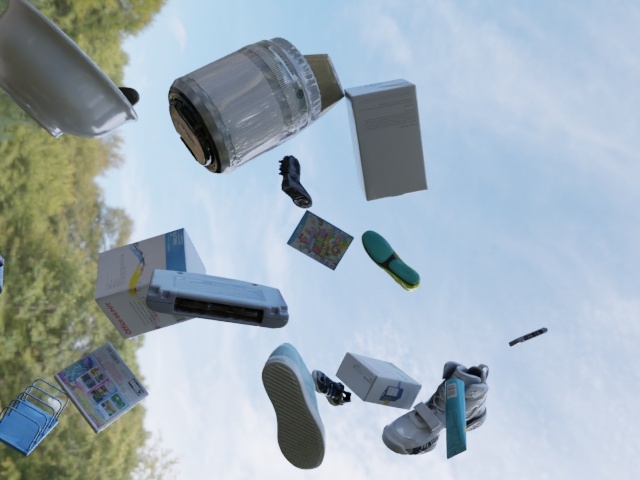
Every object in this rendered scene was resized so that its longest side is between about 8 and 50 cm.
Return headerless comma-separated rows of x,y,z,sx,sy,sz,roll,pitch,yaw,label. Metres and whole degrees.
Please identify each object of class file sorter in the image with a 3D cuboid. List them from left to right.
-0.780,0.469,1.680,0.104,0.118,0.170,-57,-176,14,file sorter

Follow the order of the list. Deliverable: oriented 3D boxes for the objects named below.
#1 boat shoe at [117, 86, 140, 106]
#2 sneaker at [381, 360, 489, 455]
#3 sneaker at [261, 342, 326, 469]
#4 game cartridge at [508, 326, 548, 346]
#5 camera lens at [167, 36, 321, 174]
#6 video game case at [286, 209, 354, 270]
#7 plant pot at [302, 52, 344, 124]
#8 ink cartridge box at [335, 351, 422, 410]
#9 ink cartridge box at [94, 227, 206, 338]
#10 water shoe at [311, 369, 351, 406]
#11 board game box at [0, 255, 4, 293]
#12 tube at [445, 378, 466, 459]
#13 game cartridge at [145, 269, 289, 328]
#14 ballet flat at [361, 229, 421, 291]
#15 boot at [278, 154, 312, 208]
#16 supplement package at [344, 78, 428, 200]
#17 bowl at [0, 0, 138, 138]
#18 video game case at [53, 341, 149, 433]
-0.542,-0.330,1.564,0.072,0.190,0.068,112,-42,-82,boat shoe
0.341,0.472,1.797,0.137,0.366,0.210,43,-44,49,sneaker
-0.052,0.438,1.670,0.150,0.135,0.365,-62,145,-63,sneaker
0.482,0.226,1.449,0.056,0.083,0.017,117,-47,-69,game cartridge
-0.165,-0.284,1.322,0.219,0.274,0.219,48,-21,26,camera lens
0.000,0.000,1.845,0.119,0.166,0.015,-59,-170,6,video game case
-0.082,-0.412,1.745,0.274,0.256,0.256,-21,-121,10,plant pot
0.176,0.425,1.884,0.154,0.212,0.093,31,-84,50,ink cartridge box
-0.490,0.127,1.832,0.198,0.270,0.197,73,0,-45,ink cartridge box
0.039,0.486,2.087,0.080,0.203,0.072,-17,-134,21,water shoe
-0.902,0.029,1.626,0.060,0.194,0.194,-36,-141,1,board game box
0.359,0.471,1.656,0.080,0.052,0.207,124,-18,-46,tube
-0.227,0.125,1.374,0.198,0.298,0.062,-149,-110,-76,game cartridge
0.202,0.068,1.844,0.231,0.077,0.077,45,-20,21,ballet flat
-0.060,-0.146,1.533,0.045,0.121,0.099,-21,-129,26,boot
0.179,-0.282,1.731,0.175,0.178,0.292,-105,-175,-69,supplement package
-0.487,-0.282,1.127,0.134,0.298,0.298,-47,-149,-10,bowl
-0.485,0.323,1.386,0.157,0.143,0.019,51,-44,5,video game case
